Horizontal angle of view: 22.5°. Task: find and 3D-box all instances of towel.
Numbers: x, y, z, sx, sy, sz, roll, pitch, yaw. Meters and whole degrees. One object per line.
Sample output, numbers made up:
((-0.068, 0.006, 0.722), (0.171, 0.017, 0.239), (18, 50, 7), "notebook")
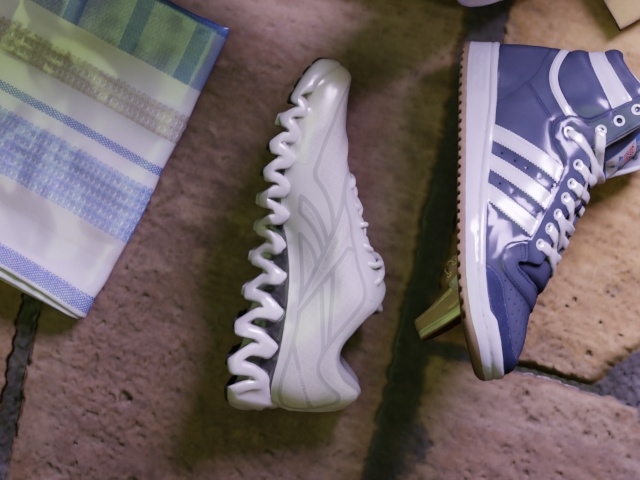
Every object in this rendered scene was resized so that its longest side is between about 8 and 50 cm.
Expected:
((-0.228, -0.098, 1.366), (0.209, 0.034, 0.285), (28, 94, 8), "towel")

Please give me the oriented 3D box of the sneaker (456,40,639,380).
((0.182, -0.030, 1.229), (0.153, 0.099, 0.282), (0, 66, 7), "sneaker")

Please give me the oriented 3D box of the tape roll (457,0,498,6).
((0.193, -0.286, 1.147), (0.286, 0.286, 0.100), (-33, 84, 8), "tape roll")

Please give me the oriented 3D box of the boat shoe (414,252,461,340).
((0.125, 0.027, 1.297), (0.135, 0.050, 0.045), (-39, 79, -3), "boat shoe")

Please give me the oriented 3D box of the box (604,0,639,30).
((0.286, -0.288, 1.283), (0.201, 0.021, 0.164), (-30, 84, 9), "box")

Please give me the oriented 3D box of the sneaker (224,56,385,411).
((0.000, 0.000, 1.296), (0.118, 0.110, 0.292), (10, 99, 2), "sneaker")
